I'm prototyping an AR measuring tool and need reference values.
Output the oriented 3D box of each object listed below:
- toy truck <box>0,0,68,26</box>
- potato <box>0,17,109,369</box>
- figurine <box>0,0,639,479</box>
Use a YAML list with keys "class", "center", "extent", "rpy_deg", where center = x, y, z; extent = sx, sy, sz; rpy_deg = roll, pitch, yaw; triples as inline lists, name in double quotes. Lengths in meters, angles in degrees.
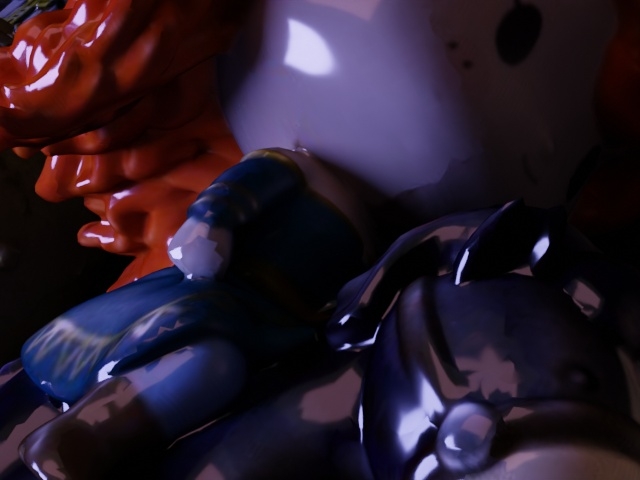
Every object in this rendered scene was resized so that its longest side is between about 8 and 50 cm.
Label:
- class: "toy truck"
  center: [-0.255, -0.144, 1.251]
  extent: [0.111, 0.136, 0.286]
  rpy_deg: [5, 45, 49]
- class: "potato"
  center: [-0.301, -0.009, 0.898]
  extent: [0.359, 0.219, 0.270]
  rpy_deg: [-15, 61, 22]
- class: "figurine"
  center: [0.003, 0.005, 0.564]
  extent: [0.306, 0.241, 0.412]
  rpy_deg: [-29, 32, 29]
